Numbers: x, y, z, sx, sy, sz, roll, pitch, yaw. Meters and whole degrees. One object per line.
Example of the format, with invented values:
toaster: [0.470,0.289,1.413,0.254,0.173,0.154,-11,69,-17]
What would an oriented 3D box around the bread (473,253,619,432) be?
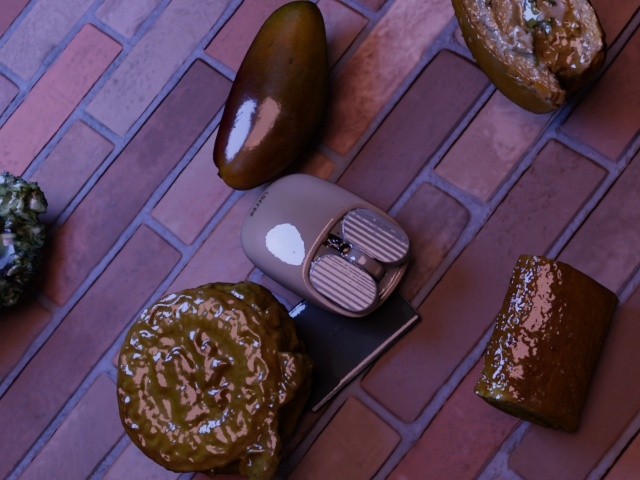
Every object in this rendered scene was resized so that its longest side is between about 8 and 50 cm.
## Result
bread: [0.249,0.115,1.451,0.103,0.132,0.172,8,74,48]

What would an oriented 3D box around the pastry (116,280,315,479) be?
pastry: [-0.118,0.164,1.570,0.235,0.132,0.240,12,87,20]

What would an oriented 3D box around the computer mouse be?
computer mouse: [0.000,0.000,1.601,0.236,0.082,0.145,31,81,36]

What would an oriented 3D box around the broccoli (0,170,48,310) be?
broccoli: [-0.472,0.012,1.742,0.226,0.176,0.198,-45,71,24]

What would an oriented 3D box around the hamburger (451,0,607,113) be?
hamburger: [0.241,-0.264,1.579,0.144,0.156,0.282,-17,65,-6]

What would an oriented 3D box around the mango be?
mango: [-0.054,-0.184,1.686,0.133,0.111,0.267,9,74,40]

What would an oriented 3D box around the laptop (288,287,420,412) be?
laptop: [0.020,0.110,1.600,0.180,0.016,0.129,-42,61,3]
